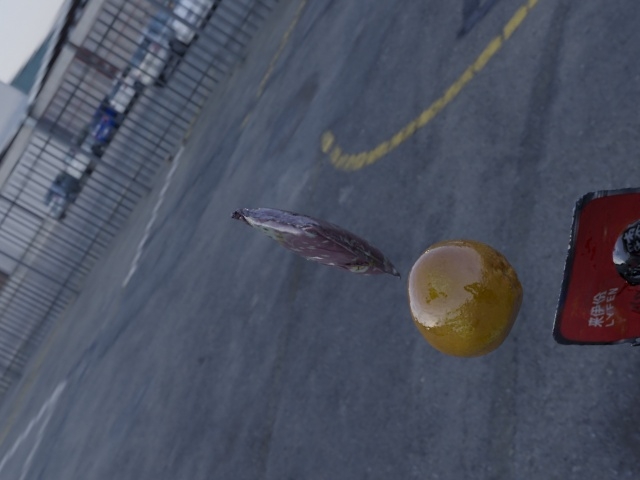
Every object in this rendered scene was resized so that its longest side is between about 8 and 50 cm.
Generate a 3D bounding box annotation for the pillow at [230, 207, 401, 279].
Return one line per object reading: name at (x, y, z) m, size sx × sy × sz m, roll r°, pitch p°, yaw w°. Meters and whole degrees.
pillow at (0.000, 0.000, 0.950) m, size 0.118 × 0.185 × 0.043 m, roll 12°, pitch 78°, yaw 34°

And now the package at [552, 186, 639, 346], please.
package at (0.370, 0.028, 0.867) m, size 0.071 × 0.270 × 0.193 m, roll -77°, pitch -14°, yaw -62°

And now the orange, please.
orange at (0.188, 0.071, 1.136) m, size 0.136 × 0.159 × 0.159 m, roll -33°, pitch 27°, yaw 28°
